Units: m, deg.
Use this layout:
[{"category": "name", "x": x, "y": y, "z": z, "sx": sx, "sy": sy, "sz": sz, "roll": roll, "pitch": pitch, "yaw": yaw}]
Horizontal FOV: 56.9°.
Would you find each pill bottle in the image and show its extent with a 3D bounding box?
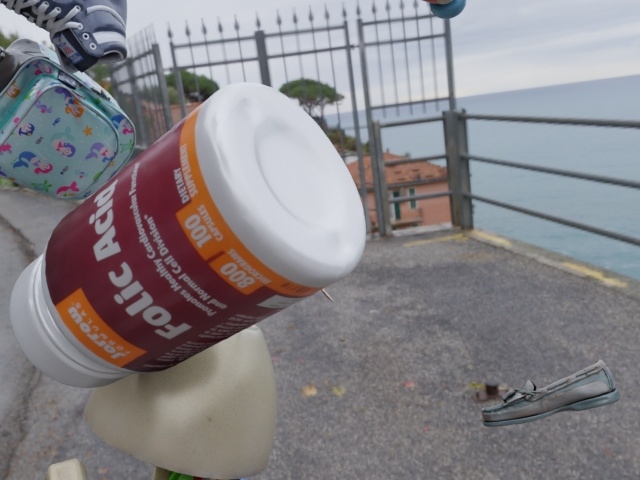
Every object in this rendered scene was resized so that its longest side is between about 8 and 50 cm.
[{"category": "pill bottle", "x": -0.165, "y": 0.018, "z": 0.672, "sx": 0.392, "sy": 0.224, "sz": 0.224, "roll": -30, "pitch": 0, "yaw": 30}]

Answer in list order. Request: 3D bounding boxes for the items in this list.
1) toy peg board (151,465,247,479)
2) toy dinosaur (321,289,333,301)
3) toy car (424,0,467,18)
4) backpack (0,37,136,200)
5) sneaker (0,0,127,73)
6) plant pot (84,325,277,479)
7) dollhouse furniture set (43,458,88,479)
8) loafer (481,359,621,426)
[{"category": "toy peg board", "x": -0.174, "y": 0.375, "z": 0.926, "sx": 0.161, "sy": 0.079, "sz": 0.161, "roll": 27, "pitch": 18, "yaw": -18}, {"category": "toy dinosaur", "x": 0.000, "y": 0.000, "z": 0.882, "sx": 0.064, "sy": 0.211, "sz": 0.112, "roll": 3, "pitch": -19, "yaw": 4}, {"category": "toy car", "x": 0.146, "y": -0.532, "z": 1.042, "sx": 0.238, "sy": 0.210, "sz": 0.219, "roll": 13, "pitch": -2, "yaw": 17}, {"category": "backpack", "x": -0.452, "y": -0.185, "z": 1.018, "sx": 0.191, "sy": 0.225, "sz": 0.253, "roll": 45, "pitch": 5, "yaw": 33}, {"category": "sneaker", "x": -0.390, "y": -0.322, "z": 0.809, "sx": 0.099, "sy": 0.153, "sz": 0.282, "roll": -7, "pitch": -3, "yaw": 43}, {"category": "plant pot", "x": -0.184, "y": 0.204, "z": 0.900, "sx": 0.284, "sy": 0.190, "sz": 0.284, "roll": 19, "pitch": -2, "yaw": 1}, {"category": "dollhouse furniture set", "x": -0.167, "y": 0.227, "z": 0.457, "sx": 0.091, "sy": 0.081, "sz": 0.114, "roll": -9, "pitch": 27, "yaw": -26}, {"category": "loafer", "x": 0.450, "y": 0.308, "z": 1.187, "sx": 0.268, "sy": 0.084, "sz": 0.096, "roll": -17, "pitch": -10, "yaw": 14}]
